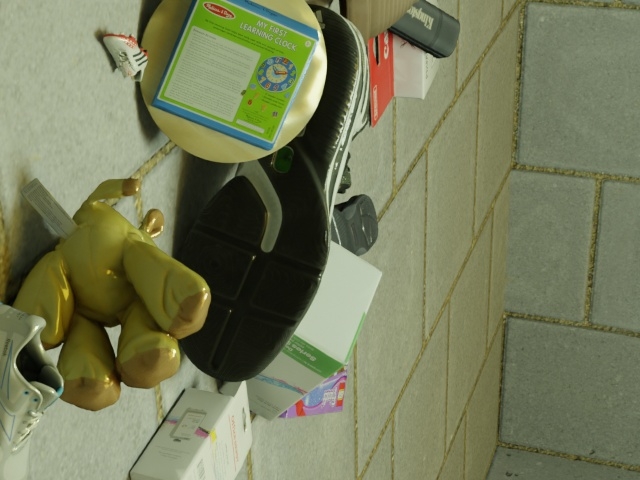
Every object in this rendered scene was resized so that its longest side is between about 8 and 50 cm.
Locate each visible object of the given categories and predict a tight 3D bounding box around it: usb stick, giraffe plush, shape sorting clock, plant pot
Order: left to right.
[{"bbox_3d":[-0.191,0.043,1.183,0.210,0.181,0.170,65,4,8],"label":"giraffe plush"},{"bbox_3d":[-0.092,-0.184,1.335,0.040,0.206,0.206,-137,-134,-64],"label":"shape sorting clock"},{"bbox_3d":[0.080,-0.387,1.750,0.237,0.110,0.237,176,-90,-88],"label":"plant pot"},{"bbox_3d":[0.150,-0.369,2.085,0.278,0.045,0.077,15,98,-55],"label":"usb stick"}]

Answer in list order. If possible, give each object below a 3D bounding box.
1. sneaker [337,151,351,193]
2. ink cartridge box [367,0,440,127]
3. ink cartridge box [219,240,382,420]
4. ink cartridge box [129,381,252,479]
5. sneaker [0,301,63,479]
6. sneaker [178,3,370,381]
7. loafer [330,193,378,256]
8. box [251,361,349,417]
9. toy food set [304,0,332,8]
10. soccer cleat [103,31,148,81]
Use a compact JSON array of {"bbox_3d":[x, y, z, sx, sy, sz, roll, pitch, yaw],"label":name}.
[{"bbox_3d":[0.008,-0.150,1.804,0.130,0.087,0.227,65,40,-64],"label":"sneaker"},{"bbox_3d":[0.147,-0.377,2.173,0.261,0.066,0.296,-61,153,-51],"label":"ink cartridge box"},{"bbox_3d":[-0.028,0.118,1.620,0.212,0.093,0.154,-46,-163,51],"label":"ink cartridge box"},{"bbox_3d":[-0.149,0.259,1.509,0.198,0.067,0.115,-56,150,-52],"label":"ink cartridge box"},{"bbox_3d":[-0.259,0.141,1.080,0.071,0.083,0.190,-55,150,-58],"label":"sneaker"},{"bbox_3d":[-0.025,-0.053,1.528,0.257,0.169,0.447,-17,126,-74],"label":"sneaker"},{"bbox_3d":[0.000,0.000,1.818,0.302,0.095,0.109,-29,109,-68],"label":"loafer"},{"bbox_3d":[-0.018,0.160,1.898,0.293,0.057,0.201,19,78,-72],"label":"box"},{"bbox_3d":[-0.029,-0.392,1.555,0.306,0.092,0.219,81,24,-43],"label":"toy food set"},{"bbox_3d":[-0.191,-0.181,1.242,0.083,0.029,0.035,37,58,-76],"label":"soccer cleat"}]
